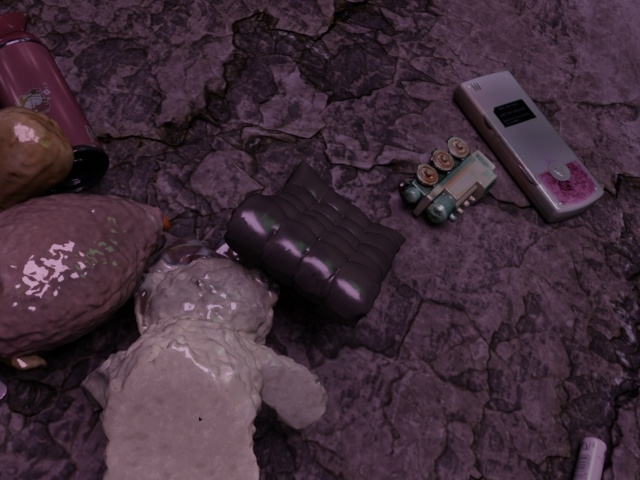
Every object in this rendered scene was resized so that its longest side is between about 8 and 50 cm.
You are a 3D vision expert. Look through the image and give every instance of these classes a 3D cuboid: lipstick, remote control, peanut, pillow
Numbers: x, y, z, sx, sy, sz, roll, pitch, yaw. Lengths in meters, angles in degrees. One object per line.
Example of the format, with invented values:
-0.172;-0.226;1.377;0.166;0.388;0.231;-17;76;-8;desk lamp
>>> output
0.402;0.366;1.108;0.040;0.040;0.141;28;54;1;lipstick
0.412;-0.192;1.454;0.145;0.050;0.344;-19;67;-27;remote control
-0.432;-0.101;1.012;0.122;0.253;0.137;34;44;-28;peanut
0.000;0.000;1.092;0.228;0.101;0.326;34;22;4;pillow

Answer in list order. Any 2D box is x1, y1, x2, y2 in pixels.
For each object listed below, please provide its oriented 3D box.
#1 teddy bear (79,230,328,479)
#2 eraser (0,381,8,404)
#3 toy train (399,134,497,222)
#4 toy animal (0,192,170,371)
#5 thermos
-0.153;0.200;0.987;0.327;0.362;0.375;-4;100;2;teddy bear
-0.461;0.212;0.937;0.065;0.026;0.105;42;56;7;eraser
0.232;-0.105;1.328;0.125;0.081;0.194;44;55;7;toy train
-0.360;0.048;0.949;0.358;0.188;0.226;-26;38;-15;toy animal
-0.465;-0.224;1.171;0.109;0.136;0.330;1;52;-58;thermos
